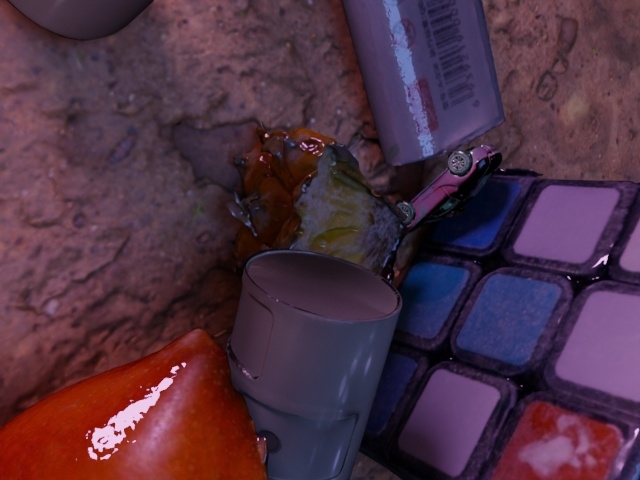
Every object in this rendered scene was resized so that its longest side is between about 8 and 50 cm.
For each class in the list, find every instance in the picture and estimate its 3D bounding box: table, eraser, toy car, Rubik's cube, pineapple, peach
[{"bbox_3d":[-0.022,0.131,0.529,0.126,0.126,0.220,1,112,-35],"label":"table"},{"bbox_3d":[0.112,-0.213,0.695,0.174,0.081,0.227,-29,110,-33],"label":"eraser"},{"bbox_3d":[0.136,-0.050,0.701,0.055,0.142,0.069,53,32,12],"label":"toy car"},{"bbox_3d":[0.280,0.167,0.693,0.363,0.362,0.359,43,69,-32],"label":"Rubik's cube"},{"bbox_3d":[0.000,0.000,0.637,0.186,0.114,0.237,-21,117,-32],"label":"pineapple"},{"bbox_3d":[-0.163,0.237,0.442,0.201,0.257,0.362,4,100,-36],"label":"peach"}]

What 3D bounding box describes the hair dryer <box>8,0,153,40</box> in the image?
[{"bbox_3d":[-0.105,-0.331,0.485,0.128,0.203,0.362,34,59,-30],"label":"hair dryer"}]
